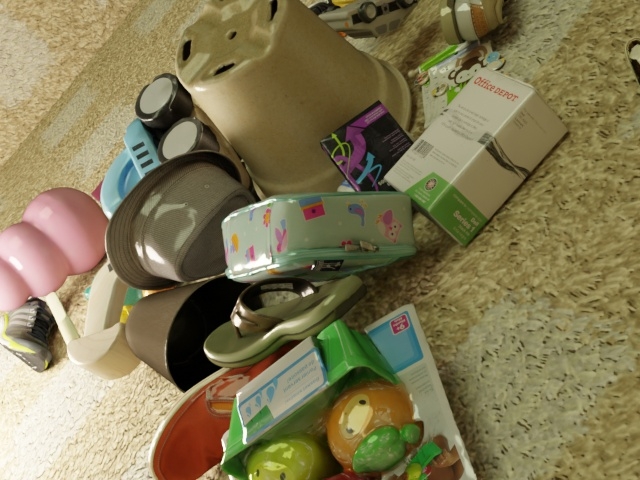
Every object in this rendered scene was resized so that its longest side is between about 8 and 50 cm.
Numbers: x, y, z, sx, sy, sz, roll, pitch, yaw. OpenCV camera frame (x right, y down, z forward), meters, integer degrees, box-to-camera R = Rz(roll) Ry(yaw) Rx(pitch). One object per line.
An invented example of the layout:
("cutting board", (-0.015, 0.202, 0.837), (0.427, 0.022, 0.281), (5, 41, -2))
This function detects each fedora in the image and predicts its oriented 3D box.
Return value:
("fedora", (-0.205, -0.016, 1.684), (0.124, 0.244, 0.275), (27, 52, 37))

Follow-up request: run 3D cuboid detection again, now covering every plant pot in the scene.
("plant pot", (-0.066, -0.255, 1.694), (0.333, 0.305, 0.334), (-21, 50, 27))

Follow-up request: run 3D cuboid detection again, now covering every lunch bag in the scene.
("lunch bag", (0.000, 0.000, 1.441), (0.279, 0.224, 0.108), (-15, 76, 62))

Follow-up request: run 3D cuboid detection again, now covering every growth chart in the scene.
("growth chart", (0.225, -0.261, 1.670), (0.172, 0.021, 0.237), (-35, 32, 23))

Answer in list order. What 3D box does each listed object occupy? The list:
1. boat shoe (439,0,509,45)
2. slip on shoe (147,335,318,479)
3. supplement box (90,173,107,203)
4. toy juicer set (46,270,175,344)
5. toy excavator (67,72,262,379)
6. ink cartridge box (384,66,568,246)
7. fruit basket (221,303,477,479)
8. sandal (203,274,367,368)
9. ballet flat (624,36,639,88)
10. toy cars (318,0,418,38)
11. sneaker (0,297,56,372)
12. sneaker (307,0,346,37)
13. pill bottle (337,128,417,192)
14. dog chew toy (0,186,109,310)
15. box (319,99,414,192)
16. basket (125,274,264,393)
("boat shoe", (0.281, -0.439, 1.732), (0.103, 0.113, 0.302), (-6, 45, 25))
("slip on shoe", (-0.114, 0.247, 1.438), (0.331, 0.123, 0.101), (-38, 34, 10))
("supplement box", (-0.361, -0.071, 2.087), (0.104, 0.188, 0.081), (-51, 29, -3))
("toy juicer set", (-0.403, 0.127, 2.026), (0.329, 0.089, 0.209), (-30, 45, 17))
("toy excavator", (-0.313, -0.016, 1.891), (0.445, 0.222, 0.433), (-41, 47, 11))
("ink cartridge box", (0.216, -0.122, 1.434), (0.219, 0.092, 0.160), (-48, 28, 3))
("fruit basket", (0.016, 0.274, 1.168), (0.327, 0.165, 0.353), (-38, 33, 20))
("sandal", (-0.057, 0.088, 1.363), (0.302, 0.086, 0.120), (-27, 16, 45))
("ballet flat", (0.420, -0.205, 1.289), (0.057, 0.052, 0.168), (-37, 31, 21))
("toy cars", (0.107, -0.427, 1.898), (0.176, 0.087, 0.394), (-11, 19, 12))
("sneaker", (-0.642, 0.195, 2.252), (0.121, 0.111, 0.300), (-49, 30, -8))
("sneaker", (-0.025, -0.460, 2.188), (0.262, 0.099, 0.121), (-31, 29, 28))
("pill bottle", (0.094, -0.111, 1.609), (0.137, 0.078, 0.078), (-55, 29, -11))
("dog chew toy", (-0.632, 0.030, 2.277), (0.332, 0.207, 0.206), (-43, 23, -28))
("box", (0.090, -0.122, 1.556), (0.116, 0.029, 0.162), (-36, 70, -3))
("basket", (-0.221, 0.151, 1.669), (0.227, 0.154, 0.204), (-4, 51, 57))
